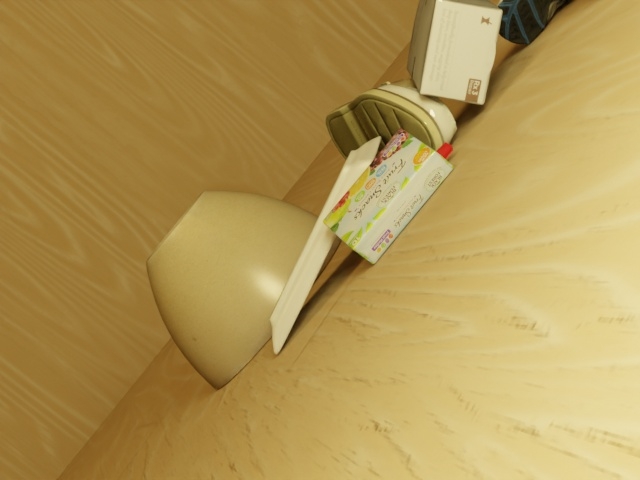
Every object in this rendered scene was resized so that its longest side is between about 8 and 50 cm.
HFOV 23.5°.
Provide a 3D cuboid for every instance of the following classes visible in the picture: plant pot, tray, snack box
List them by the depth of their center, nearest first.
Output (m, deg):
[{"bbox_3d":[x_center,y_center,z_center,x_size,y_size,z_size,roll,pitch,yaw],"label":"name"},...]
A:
[{"bbox_3d":[0.075,-0.051,1.723,0.141,0.037,0.100,-51,29,2],"label":"snack box"},{"bbox_3d":[0.000,0.000,1.868,0.145,0.030,0.270,-71,6,-72],"label":"tray"},{"bbox_3d":[-0.131,0.040,2.155,0.284,0.191,0.284,-51,5,6],"label":"plant pot"}]

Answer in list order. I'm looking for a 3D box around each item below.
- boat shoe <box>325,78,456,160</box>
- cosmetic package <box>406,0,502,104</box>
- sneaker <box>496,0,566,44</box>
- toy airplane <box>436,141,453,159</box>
[{"bbox_3d":[0.104,-0.159,1.941,0.103,0.113,0.302,-31,14,-16],"label":"boat shoe"},{"bbox_3d":[0.160,-0.242,1.874,0.231,0.085,0.117,-87,6,-78],"label":"cosmetic package"},{"bbox_3d":[0.277,-0.323,1.820,0.211,0.080,0.081,-43,11,51],"label":"sneaker"},{"bbox_3d":[0.098,-0.068,1.794,0.151,0.028,0.151,-50,15,18],"label":"toy airplane"}]
